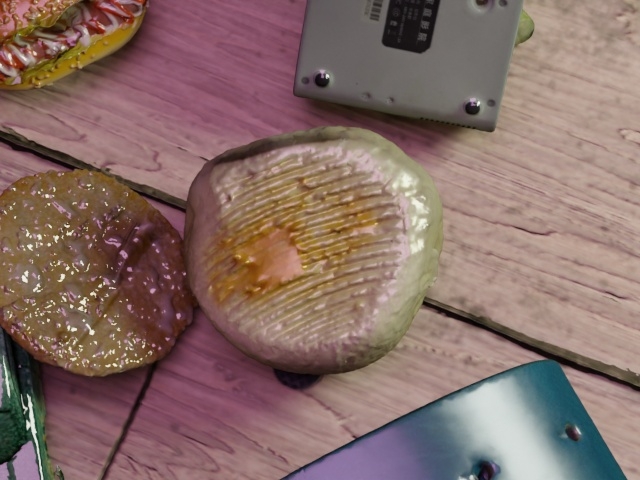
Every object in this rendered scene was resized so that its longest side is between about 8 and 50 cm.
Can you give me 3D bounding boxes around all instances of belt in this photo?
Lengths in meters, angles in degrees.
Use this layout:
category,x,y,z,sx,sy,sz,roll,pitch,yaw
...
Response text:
category,x,y,z,sx,sy,sz,roll,pitch,yaw
belt,0.039,0.257,1.454,0.436,0.300,0.173,-31,73,-6

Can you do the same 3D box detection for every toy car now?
category,x,y,z,sx,sy,sz,roll,pitch,yaw
toy car,-0.323,0.121,1.627,0.141,0.097,0.321,-10,73,0

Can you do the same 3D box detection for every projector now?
category,x,y,z,sx,sy,sz,roll,pitch,yaw
projector,0.091,-0.236,1.628,0.198,0.108,0.250,11,118,1

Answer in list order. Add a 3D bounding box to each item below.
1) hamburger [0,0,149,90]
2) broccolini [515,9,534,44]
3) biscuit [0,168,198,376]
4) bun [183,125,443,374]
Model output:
category,x,y,z,sx,sy,sz,roll,pitch,yaw
hamburger,-0.268,-0.236,1.723,0.210,0.116,0.173,-26,71,-4
broccolini,0.095,-0.361,1.754,0.079,0.074,0.392,-37,73,0
biscuit,-0.215,0.028,1.640,0.220,0.033,0.220,12,55,-18
bun,0.000,0.000,1.616,0.244,0.153,0.244,0,93,10
